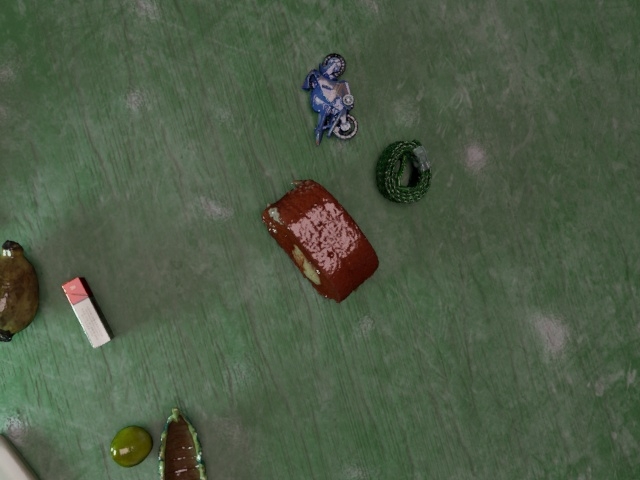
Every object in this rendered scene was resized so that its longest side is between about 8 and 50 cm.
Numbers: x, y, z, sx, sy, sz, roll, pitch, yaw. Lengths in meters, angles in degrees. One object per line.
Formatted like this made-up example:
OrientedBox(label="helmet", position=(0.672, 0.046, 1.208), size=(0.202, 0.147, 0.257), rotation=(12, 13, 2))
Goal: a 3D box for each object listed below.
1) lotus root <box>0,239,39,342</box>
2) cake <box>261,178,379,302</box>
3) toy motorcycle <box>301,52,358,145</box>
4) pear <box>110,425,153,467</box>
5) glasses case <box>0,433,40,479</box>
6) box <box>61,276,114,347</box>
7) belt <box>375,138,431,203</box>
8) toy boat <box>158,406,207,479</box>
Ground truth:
OrientedBox(label="lotus root", position=(-0.664, 0.108, 1.736), size=(0.138, 0.138, 0.214), rotation=(14, 84, -7))
OrientedBox(label="cake", position=(0.000, 0.000, 1.811), size=(0.151, 0.177, 0.283), rotation=(-37, 94, -8))
OrientedBox(label="toy motorcycle", position=(0.019, -0.326, 1.887), size=(0.114, 0.076, 0.205), rotation=(-11, 91, 0))
OrientedBox(label="pear", position=(-0.413, 0.445, 1.772), size=(0.092, 0.097, 0.092), rotation=(-2, 85, 24))
OrientedBox(label="glasses case", position=(-0.662, 0.502, 1.750), size=(0.081, 0.051, 0.204), rotation=(-35, 92, -9))
OrientedBox(label="box", position=(-0.500, 0.154, 1.769), size=(0.048, 0.100, 0.152), rotation=(-25, 91, -11))
OrientedBox(label="belt", position=(0.191, -0.161, 1.902), size=(0.121, 0.079, 0.151), rotation=(1, 98, -18))
OrientedBox(label="toy boat", position=(-0.301, 0.493, 1.784), size=(0.109, 0.099, 0.292), rotation=(-5, 95, -10))
